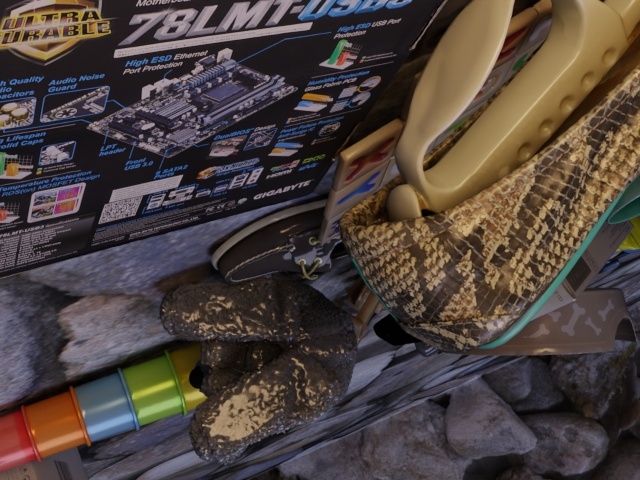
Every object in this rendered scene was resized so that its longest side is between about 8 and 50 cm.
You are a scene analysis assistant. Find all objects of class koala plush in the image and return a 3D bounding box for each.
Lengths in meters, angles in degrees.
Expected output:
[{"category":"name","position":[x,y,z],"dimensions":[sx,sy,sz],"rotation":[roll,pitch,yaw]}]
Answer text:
[{"category":"koala plush","position":[-0.073,0.145,1.035],"dimensions":[0.203,0.196,0.221],"rotation":[-12,167,-15]}]

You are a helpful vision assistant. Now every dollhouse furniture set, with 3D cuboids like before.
[{"category":"dollhouse furniture set","position":[0.033,0.036,1.156],"dimensions":[0.151,0.123,0.144],"rotation":[-58,170,-17]}]

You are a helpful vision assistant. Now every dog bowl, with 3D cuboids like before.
[{"category":"dog bowl","position":[0.381,0.140,1.604],"dimensions":[0.348,0.102,0.349],"rotation":[-2,178,0]}]

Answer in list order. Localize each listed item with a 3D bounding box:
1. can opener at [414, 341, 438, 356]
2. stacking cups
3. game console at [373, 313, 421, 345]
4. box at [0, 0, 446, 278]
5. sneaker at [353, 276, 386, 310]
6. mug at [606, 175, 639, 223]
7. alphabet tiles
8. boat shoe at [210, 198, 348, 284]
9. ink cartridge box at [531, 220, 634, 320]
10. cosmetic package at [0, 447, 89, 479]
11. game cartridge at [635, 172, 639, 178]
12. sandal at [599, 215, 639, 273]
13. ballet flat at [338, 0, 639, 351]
[{"category":"can opener","position":[0.324,0.160,1.788],"dimensions":[0.283,0.095,0.076],"rotation":[-32,162,-1]},{"category":"stacking cups","position":[-0.274,0.213,1.147],"dimensions":[0.316,0.096,0.096],"rotation":[-18,161,-14]},{"category":"game console","position":[0.249,0.051,1.402],"dimensions":[0.361,0.044,0.213],"rotation":[-34,-179,-9]},{"category":"box","position":[-0.086,-0.095,0.546],"dimensions":[0.295,0.073,0.293],"rotation":[-17,159,-30]},{"category":"sneaker","position":[0.125,0.068,1.305],"dimensions":[0.192,0.064,0.086],"rotation":[-22,157,-21]},{"category":"mug","position":[0.425,-0.102,1.184],"dimensions":[0.157,0.097,0.129],"rotation":[-28,162,4]},{"category":"alphabet tiles","position":[0.144,-0.116,0.792],"dimensions":[0.342,0.011,0.285],"rotation":[-33,165,-18]},{"category":"boat shoe","position":[0.000,0.000,0.938],"dimensions":[0.227,0.069,0.081],"rotation":[-22,163,-11]},{"category":"ink cartridge box","position":[0.332,0.056,1.393],"dimensions":[0.239,0.060,0.275],"rotation":[-35,180,42]},{"category":"cosmetic package","position":[-0.460,0.374,1.254],"dimensions":[0.224,0.138,0.224],"rotation":[-26,162,-4]},{"category":"game cartridge","position":[0.293,-0.093,1.005],"dimensions":[0.297,0.062,0.198],"rotation":[-6,137,-51]},{"category":"sandal","position":[0.506,-0.022,1.503],"dimensions":[0.138,0.126,0.317],"rotation":[-8,164,-46]},{"category":"ballet flat","position":[0.198,-0.138,0.616],"dimensions":[0.483,0.182,0.164],"rotation":[-47,-155,1]}]
